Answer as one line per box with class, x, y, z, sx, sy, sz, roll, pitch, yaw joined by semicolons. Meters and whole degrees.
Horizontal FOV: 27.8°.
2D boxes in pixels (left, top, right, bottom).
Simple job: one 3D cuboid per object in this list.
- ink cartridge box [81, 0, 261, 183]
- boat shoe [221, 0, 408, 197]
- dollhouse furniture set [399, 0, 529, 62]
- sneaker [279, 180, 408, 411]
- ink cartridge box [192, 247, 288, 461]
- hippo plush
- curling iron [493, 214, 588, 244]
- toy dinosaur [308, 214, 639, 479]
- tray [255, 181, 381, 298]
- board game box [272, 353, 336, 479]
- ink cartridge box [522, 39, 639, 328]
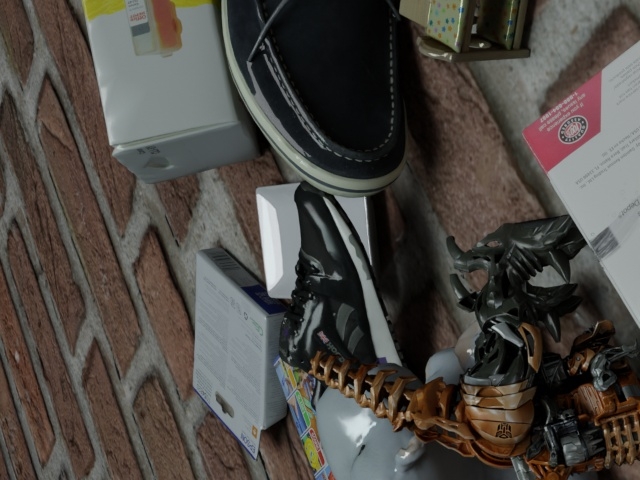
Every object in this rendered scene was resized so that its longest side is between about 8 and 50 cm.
ink cartridge box;-0.193;-0.286;1.596;0.279;0.160;0.385;62;-163;-84
boat shoe;-0.008;-0.288;1.357;0.156;0.186;0.500;137;125;-62
dollhouse furniture set;0.122;-0.278;1.205;0.161;0.101;0.182;40;130;50
sneaker;0.005;0.078;1.380;0.107;0.124;0.283;-120;9;-71
ink cartridge box;-0.112;0.153;1.785;0.223;0.045;0.224;39;131;51
hippo plush;0.114;0.223;1.205;0.294;0.236;0.234;57;142;37
curling iron;0.228;-0.007;1.138;0.274;0.068;0.035;169;91;-66
toy dinosaur;0.163;0.108;1.055;0.164;0.321;0.219;125;156;-61
tray;0.000;0.000;1.565;0.270;0.030;0.145;-1;95;61
board game box;0.010;0.207;1.592;0.136;0.035;0.201;-53;52;52
ink cartridge box;0.274;-0.033;0.946;0.158;0.092;0.218;-38;57;21
